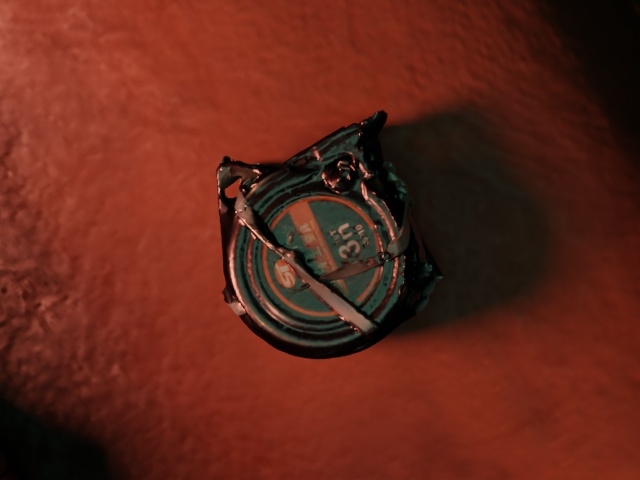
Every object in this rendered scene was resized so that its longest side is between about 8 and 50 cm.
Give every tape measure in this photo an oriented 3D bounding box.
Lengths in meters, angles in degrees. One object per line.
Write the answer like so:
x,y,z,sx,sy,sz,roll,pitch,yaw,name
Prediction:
0.000,0.002,0.814,0.091,0.054,0.094,-17,86,9,tape measure

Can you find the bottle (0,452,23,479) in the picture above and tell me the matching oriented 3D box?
-0.205,0.079,0.843,0.164,0.060,0.060,32,97,3,bottle
